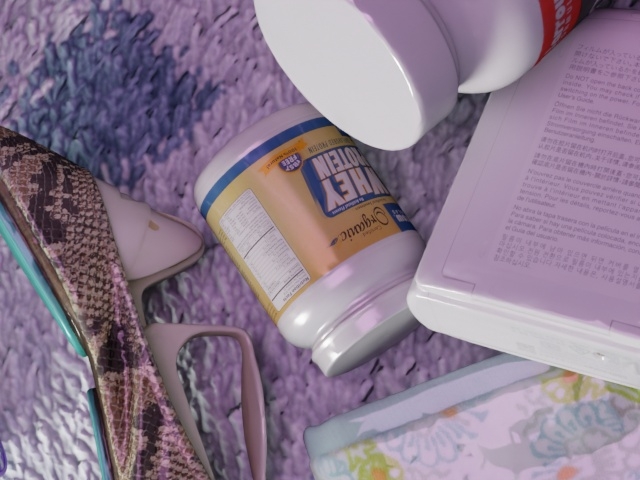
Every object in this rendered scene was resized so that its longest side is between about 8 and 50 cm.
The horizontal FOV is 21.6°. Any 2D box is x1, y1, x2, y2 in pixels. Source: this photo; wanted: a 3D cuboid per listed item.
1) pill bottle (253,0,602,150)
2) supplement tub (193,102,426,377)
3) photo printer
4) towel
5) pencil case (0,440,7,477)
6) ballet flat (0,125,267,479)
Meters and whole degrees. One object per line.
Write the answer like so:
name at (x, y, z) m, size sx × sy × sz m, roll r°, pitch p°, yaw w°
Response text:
pill bottle at (0.132, -0.246, 1.304) m, size 0.210 × 0.210 × 0.363 m, roll 40°, pitch 68°, yaw 16°
supplement tub at (0.000, 0.000, 1.419) m, size 0.144 × 0.144 × 0.200 m, roll -37°, pitch 76°, yaw 9°
photo printer at (0.237, -0.045, 1.335) m, size 0.256 × 0.107 × 0.307 m, roll 14°, pitch 66°, yaw 22°
towel at (0.200, 0.244, 1.364) m, size 0.374 × 0.090 × 0.321 m, roll -20°, pitch 78°, yaw 14°
pencil case at (-0.387, 0.229, 1.543) m, size 0.206 × 0.086 × 0.088 m, roll -31°, pitch 49°, yaw 10°
ballet flat at (-0.155, 0.095, 1.467) m, size 0.182 × 0.164 × 0.483 m, roll -21°, pitch 84°, yaw -9°
